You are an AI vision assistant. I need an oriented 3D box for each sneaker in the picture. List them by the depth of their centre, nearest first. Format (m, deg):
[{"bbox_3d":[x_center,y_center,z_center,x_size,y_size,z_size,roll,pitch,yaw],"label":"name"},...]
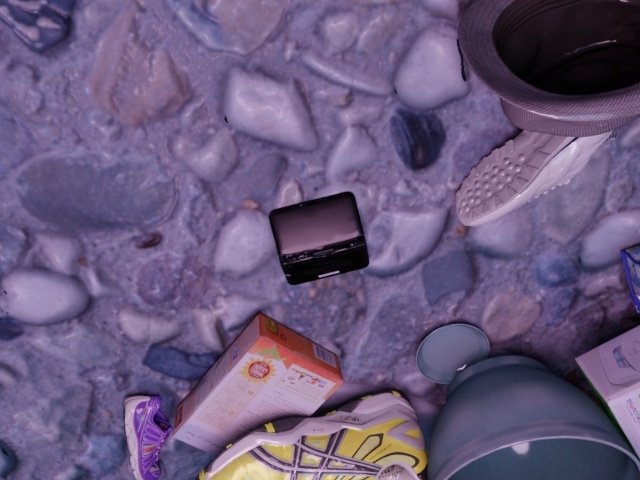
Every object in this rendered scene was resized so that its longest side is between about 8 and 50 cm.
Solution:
[{"bbox_3d":[0.286,-0.091,0.863,0.235,0.090,0.095,-41,135,20],"label":"sneaker"},{"bbox_3d":[-0.007,0.347,0.963,0.385,0.147,0.145,-16,140,-18],"label":"sneaker"},{"bbox_3d":[-0.268,0.319,1.028,0.071,0.068,0.169,-6,119,-11],"label":"sneaker"}]

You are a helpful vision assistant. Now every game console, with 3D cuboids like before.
[{"bbox_3d":[0.000,0.000,0.915,0.122,0.071,0.107,-14,149,1],"label":"game console"}]

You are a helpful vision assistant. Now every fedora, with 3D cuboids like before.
[{"bbox_3d":[0.299,-0.204,0.748,0.276,0.243,0.124,-25,148,-3],"label":"fedora"}]

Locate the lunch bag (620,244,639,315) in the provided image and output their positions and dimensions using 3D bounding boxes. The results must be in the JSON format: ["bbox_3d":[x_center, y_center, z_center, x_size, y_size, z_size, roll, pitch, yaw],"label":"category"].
[{"bbox_3d":[0.540,0.066,0.970,0.129,0.096,0.151,-23,109,6],"label":"lunch bag"}]

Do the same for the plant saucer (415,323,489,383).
[{"bbox_3d":[0.208,0.176,1.031,0.120,0.021,0.119,-3,119,-6],"label":"plant saucer"}]

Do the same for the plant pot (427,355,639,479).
[{"bbox_3d":[0.290,0.298,0.964,0.294,0.196,0.292,-2,128,-2],"label":"plant pot"}]

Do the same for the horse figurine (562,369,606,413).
[{"bbox_3d":[0.410,0.356,1.085,0.175,0.066,0.263,24,109,24],"label":"horse figurine"}]

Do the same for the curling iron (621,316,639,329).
[{"bbox_3d":[0.620,0.122,1.017,0.274,0.068,0.035,-9,118,12],"label":"curling iron"}]

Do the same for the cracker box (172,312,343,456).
[{"bbox_3d":[-0.099,0.240,1.003,0.156,0.067,0.232,33,109,-23],"label":"cracker box"}]

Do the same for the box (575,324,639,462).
[{"bbox_3d":[0.540,0.238,0.920,0.231,0.126,0.261,-32,107,10],"label":"box"}]
